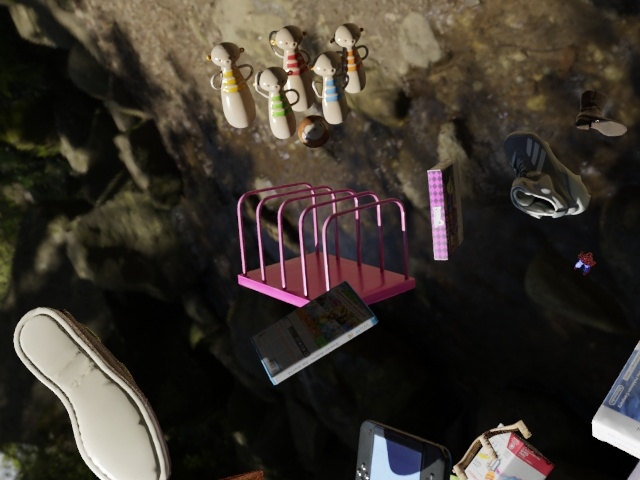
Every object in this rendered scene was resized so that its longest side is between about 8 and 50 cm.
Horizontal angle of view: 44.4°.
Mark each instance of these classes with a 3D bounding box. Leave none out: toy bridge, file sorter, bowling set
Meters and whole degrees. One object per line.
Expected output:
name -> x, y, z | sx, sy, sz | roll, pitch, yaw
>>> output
toy bridge -> 0.364, 0.448, 1.702 | 0.026, 0.188, 0.063 | 49, -171, -27
file sorter -> 0.000, 0.000, 1.460 | 0.290, 0.202, 0.182 | 14, 114, 51
bowling set -> -0.023, -0.262, 1.302 | 0.200, 0.286, 0.154 | -126, 19, -51

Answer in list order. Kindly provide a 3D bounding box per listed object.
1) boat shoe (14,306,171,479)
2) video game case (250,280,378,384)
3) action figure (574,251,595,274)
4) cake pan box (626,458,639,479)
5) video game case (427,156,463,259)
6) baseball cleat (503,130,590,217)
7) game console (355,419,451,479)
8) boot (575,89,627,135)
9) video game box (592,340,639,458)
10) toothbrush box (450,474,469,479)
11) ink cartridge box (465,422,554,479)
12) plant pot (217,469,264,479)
boat shoe -> -0.315, 0.231, 1.137 | 0.324, 0.116, 0.097 | 46, 179, 16
video game case -> -0.012, 0.128, 1.117 | 0.015, 0.166, 0.119 | 62, 174, -29
action figure -> 0.551, 0.044, 1.630 | 0.038, 0.030, 0.115 | 39, 178, 17
cake pan box -> 0.556, 0.304, 1.173 | 0.070, 0.245, 0.267 | 40, 151, 18
video game case -> 0.329, -0.087, 2.048 | 0.041, 0.210, 0.232 | -1, 104, 21
baseball cleat -> 0.326, -0.107, 1.225 | 0.206, 0.109, 0.072 | -127, 29, -49
game console -> 0.082, 0.475, 1.435 | 0.293, 0.173, 0.250 | -2, 81, 63
boot -> 0.593, -0.272, 1.645 | 0.106, 0.114, 0.037 | 16, 139, 15
video game box -> 0.443, 0.178, 0.894 | 0.187, 0.205, 0.048 | 25, 154, 33
toothbrush box -> 0.306, 0.651, 1.770 | 0.122, 0.206, 0.283 | 37, 159, -23
ink cartridge box -> 0.490, 0.602, 2.056 | 0.127, 0.176, 0.128 | 36, 180, -19
plant pot -> -0.214, 0.528, 1.334 | 0.291, 0.290, 0.204 | -43, 59, 61
